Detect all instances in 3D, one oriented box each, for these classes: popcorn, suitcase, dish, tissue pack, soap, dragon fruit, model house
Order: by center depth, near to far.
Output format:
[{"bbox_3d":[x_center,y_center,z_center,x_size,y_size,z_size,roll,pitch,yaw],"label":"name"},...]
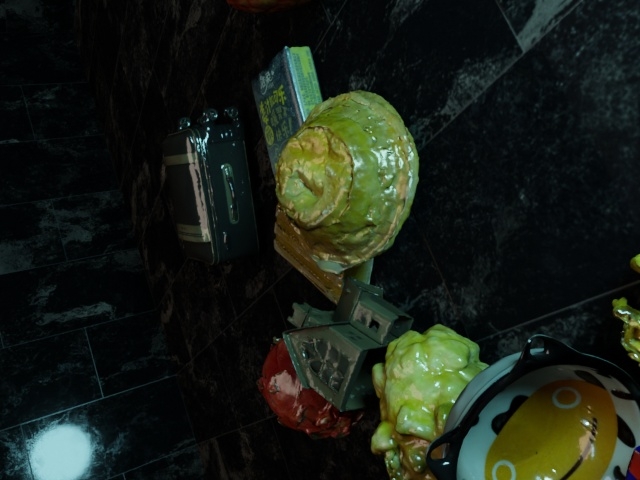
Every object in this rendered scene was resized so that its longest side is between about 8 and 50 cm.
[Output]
[{"bbox_3d":[0.270,0.251,0.734,0.120,0.303,0.303,-130,34,-75],"label":"dish"},{"bbox_3d":[0.189,0.286,0.910,0.252,0.215,0.286,-13,-96,-77],"label":"popcorn"},{"bbox_3d":[0.039,0.170,1.086,0.243,0.211,0.204,29,105,39],"label":"model house"},{"bbox_3d":[0.000,0.000,1.229,0.274,0.089,0.173,40,132,45],"label":"soap"},{"bbox_3d":[-0.012,0.312,1.240,0.252,0.241,0.241,-142,46,-69],"label":"dragon fruit"},{"bbox_3d":[-0.063,-0.266,1.242,0.185,0.081,0.257,-15,87,59],"label":"tissue pack"},{"bbox_3d":[-0.308,-0.140,1.589,0.283,0.194,0.434,8,110,58],"label":"suitcase"}]

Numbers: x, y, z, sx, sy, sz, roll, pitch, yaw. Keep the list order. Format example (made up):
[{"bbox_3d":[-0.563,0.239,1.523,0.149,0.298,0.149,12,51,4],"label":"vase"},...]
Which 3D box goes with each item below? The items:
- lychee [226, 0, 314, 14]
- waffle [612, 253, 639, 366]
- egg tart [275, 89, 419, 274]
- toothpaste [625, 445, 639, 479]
[{"bbox_3d":[-0.068,-0.545,1.010,0.255,0.255,0.300,35,96,48],"label":"lychee"},{"bbox_3d":[0.428,0.102,0.601,0.228,0.051,0.232,-33,74,55],"label":"waffle"},{"bbox_3d":[0.025,-0.112,1.026,0.341,0.129,0.341,-2,87,40],"label":"egg tart"},{"bbox_3d":[0.480,0.310,0.562,0.320,0.076,0.066,29,126,52],"label":"toothpaste"}]
